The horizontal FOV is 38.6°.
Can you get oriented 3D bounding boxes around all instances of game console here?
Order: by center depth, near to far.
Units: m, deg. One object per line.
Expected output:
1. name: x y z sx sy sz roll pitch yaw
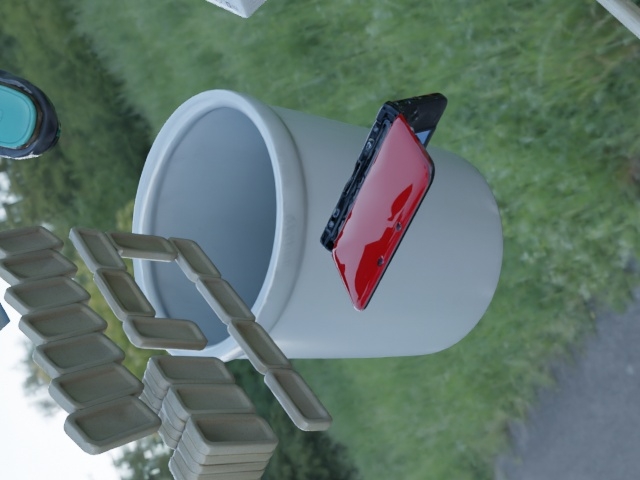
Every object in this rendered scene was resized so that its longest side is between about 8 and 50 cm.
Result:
1. game console: 0.065 -0.033 0.731 0.085 0.124 0.144 42 126 23

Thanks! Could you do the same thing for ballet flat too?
1. ballet flat: -0.271 -0.107 0.639 0.074 0.203 0.074 22 -90 -83

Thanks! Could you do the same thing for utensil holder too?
1. utensil holder: 0.000 0.000 1.199 0.386 0.328 0.327 8 -126 -40

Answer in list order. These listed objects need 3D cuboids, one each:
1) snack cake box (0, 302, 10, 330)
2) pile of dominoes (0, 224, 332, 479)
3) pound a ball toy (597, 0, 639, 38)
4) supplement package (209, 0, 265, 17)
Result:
1. snack cake box: -0.635 0.057 1.462 0.089 0.152 0.264 -83 -31 -76
2. pile of dominoes: -0.124 0.072 0.639 0.196 0.040 0.251 8 -153 -40
3. pound a ball toy: 0.192 -0.235 0.654 0.319 0.136 0.208 47 148 29
4. supplement package: -0.089 -0.302 0.777 0.105 0.105 0.179 32 158 31
